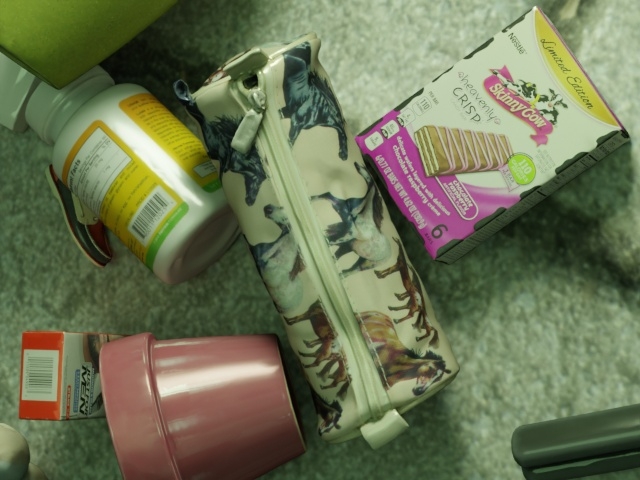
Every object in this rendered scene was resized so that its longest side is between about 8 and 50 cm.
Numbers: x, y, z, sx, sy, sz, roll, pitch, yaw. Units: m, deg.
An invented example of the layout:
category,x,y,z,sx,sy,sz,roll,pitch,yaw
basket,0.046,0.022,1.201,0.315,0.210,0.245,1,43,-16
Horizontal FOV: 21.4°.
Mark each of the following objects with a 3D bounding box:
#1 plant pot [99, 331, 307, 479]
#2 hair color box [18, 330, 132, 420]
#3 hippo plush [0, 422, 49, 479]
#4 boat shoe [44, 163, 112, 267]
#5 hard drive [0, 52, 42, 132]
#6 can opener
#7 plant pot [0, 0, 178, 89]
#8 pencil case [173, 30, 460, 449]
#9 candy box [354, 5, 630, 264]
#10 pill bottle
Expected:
category,x,y,z,sx,sy,sz,roll,pitch,yaw
plant pot,-0.115,0.180,1.757,0.180,0.201,0.201,-16,81,0
hair color box,-0.258,0.144,1.805,0.053,0.167,0.093,1,87,17
hippo plush,-0.447,0.307,1.844,0.237,0.234,0.294,10,130,22
boat shoe,-0.261,-0.035,1.884,0.043,0.049,0.137,-30,73,12
hard drive,-0.428,-0.280,1.955,0.307,0.040,0.203,28,95,18
can opener,0.328,0.178,1.677,0.280,0.074,0.093,-17,47,15
plant pot,-0.238,-0.311,1.749,0.275,0.275,0.293,33,87,17
pencil case,0.000,0.000,1.695,0.160,0.183,0.410,-22,91,18
candy box,0.175,-0.105,1.734,0.233,0.071,0.159,-36,76,12
pill bottle,-0.199,-0.081,1.818,0.246,0.136,0.136,44,100,16
